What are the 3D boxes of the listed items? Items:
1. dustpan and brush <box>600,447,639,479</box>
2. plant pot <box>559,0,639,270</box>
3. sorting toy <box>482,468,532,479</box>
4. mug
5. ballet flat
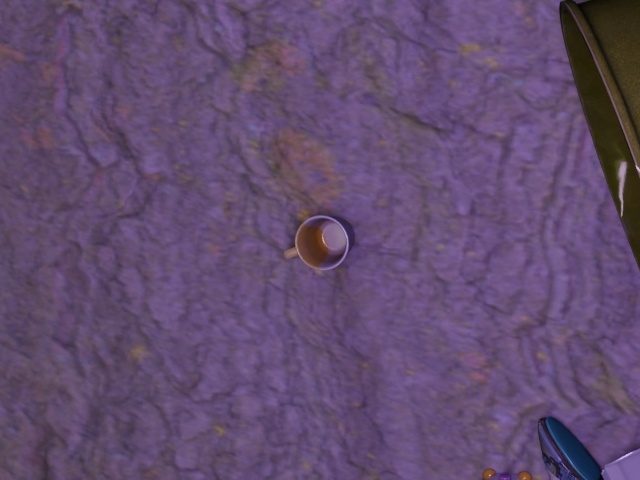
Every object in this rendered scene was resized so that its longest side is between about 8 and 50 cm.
[{"bbox_3d":[0.428,0.255,1.633,0.211,0.060,0.147,-30,97,-13],"label":"dustpan and brush"},{"bbox_3d":[0.457,-0.114,1.456,0.353,0.366,0.366,-19,92,6],"label":"plant pot"},{"bbox_3d":[0.205,0.289,1.698,0.083,0.075,0.044,2,98,15],"label":"sorting toy"},{"bbox_3d":[0.003,-0.003,1.723,0.078,0.064,0.062,14,101,14],"label":"mug"},{"bbox_3d":[0.295,0.280,1.680,0.188,0.070,0.070,46,106,8],"label":"ballet flat"}]
